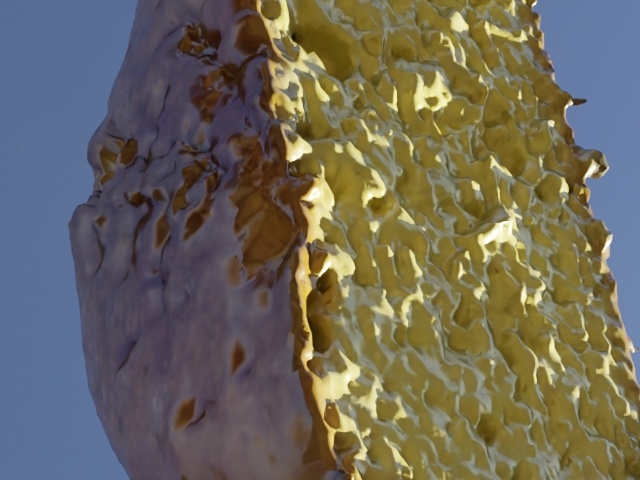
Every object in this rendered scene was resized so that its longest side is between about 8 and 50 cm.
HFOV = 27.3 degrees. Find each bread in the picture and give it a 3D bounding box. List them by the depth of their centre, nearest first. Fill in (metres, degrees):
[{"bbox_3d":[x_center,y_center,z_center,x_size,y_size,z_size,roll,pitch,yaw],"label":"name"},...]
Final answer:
[{"bbox_3d":[0.000,0.000,0.567,0.194,0.179,0.340,12,-127,-31],"label":"bread"}]
